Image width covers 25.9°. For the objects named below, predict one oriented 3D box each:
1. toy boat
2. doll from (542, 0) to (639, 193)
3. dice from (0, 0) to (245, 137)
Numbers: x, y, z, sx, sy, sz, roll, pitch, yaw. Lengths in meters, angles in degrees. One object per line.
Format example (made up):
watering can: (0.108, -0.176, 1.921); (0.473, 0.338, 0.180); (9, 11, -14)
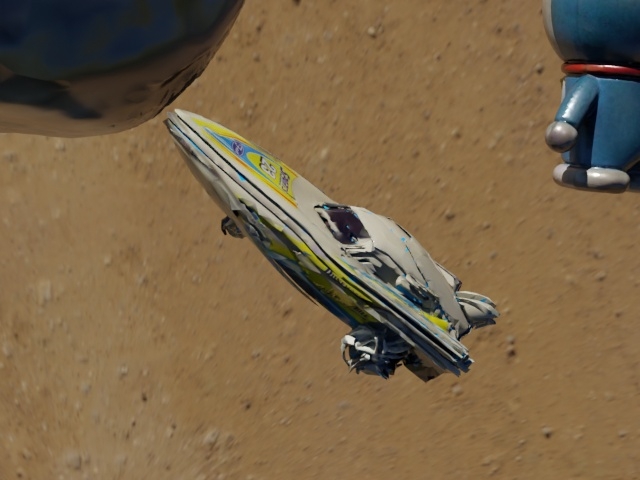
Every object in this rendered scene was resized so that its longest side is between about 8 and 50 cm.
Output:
toy boat: (0.000, 0.000, 0.722); (0.210, 0.084, 0.066); (39, 115, -19)
doll: (0.158, -0.101, 0.729); (0.114, 0.085, 0.152); (-4, 101, -46)
dice: (-0.124, -0.127, 0.348); (0.182, 0.183, 0.181); (9, 90, -51)
